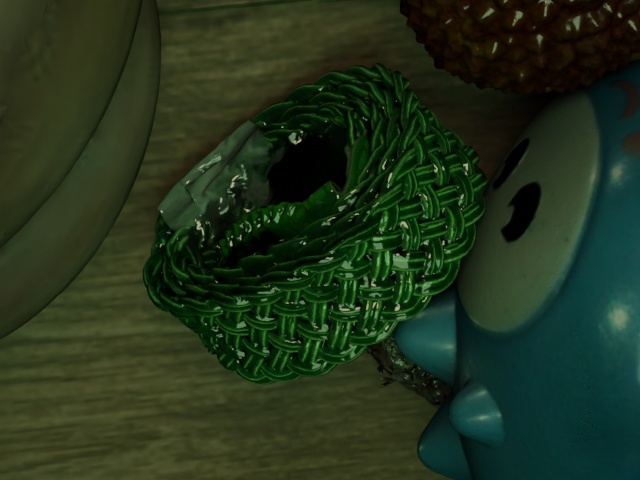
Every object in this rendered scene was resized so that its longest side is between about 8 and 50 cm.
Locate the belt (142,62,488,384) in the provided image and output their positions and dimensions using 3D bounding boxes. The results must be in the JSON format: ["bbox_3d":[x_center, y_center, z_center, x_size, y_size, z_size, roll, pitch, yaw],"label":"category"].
[{"bbox_3d":[0.000,0.000,0.741,0.151,0.121,0.079,-28,127,24],"label":"belt"}]

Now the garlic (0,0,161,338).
[{"bbox_3d":[-0.162,-0.105,0.646,0.245,0.231,0.340,10,91,17],"label":"garlic"}]

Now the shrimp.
[{"bbox_3d":[0.038,0.049,0.832,0.038,0.029,0.092,-20,117,16],"label":"shrimp"}]

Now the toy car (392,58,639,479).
[{"bbox_3d":[0.130,0.052,0.752,0.190,0.188,0.255,-10,124,5],"label":"toy car"}]

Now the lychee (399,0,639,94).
[{"bbox_3d":[0.082,-0.118,0.678,0.123,0.129,0.123,0,90,14],"label":"lychee"}]
